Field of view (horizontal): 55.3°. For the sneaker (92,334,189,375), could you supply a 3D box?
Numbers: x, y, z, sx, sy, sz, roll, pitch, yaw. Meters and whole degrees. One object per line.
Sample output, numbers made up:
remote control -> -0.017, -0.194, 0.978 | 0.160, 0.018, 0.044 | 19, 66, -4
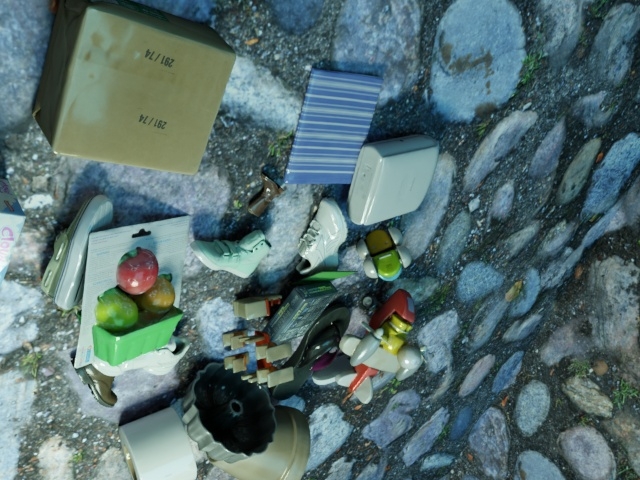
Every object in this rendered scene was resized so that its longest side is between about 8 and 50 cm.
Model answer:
sneaker -> -0.499, 0.296, 1.697 | 0.152, 0.114, 0.305 | -40, 152, 22

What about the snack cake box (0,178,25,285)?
snack cake box -> -0.712, 0.014, 1.268 | 0.089, 0.152, 0.264 | 9, 118, -44

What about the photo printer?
photo printer -> 0.233, -0.192, 1.873 | 0.308, 0.107, 0.256 | -17, 133, -40

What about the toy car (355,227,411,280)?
toy car -> 0.214, 0.057, 2.043 | 0.159, 0.182, 0.136 | -21, 144, 1

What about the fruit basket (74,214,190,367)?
fruit basket -> -0.473, 0.118, 1.540 | 0.327, 0.166, 0.352 | -18, 120, -57

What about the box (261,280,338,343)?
box -> -0.070, 0.236, 1.991 | 0.183, 0.059, 0.232 | -8, 140, -53

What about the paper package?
paper package -> -0.376, -0.316, 1.251 | 0.325, 0.168, 0.309 | 5, 119, -41

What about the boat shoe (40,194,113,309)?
boat shoe -> -0.576, 0.021, 1.424 | 0.302, 0.094, 0.109 | -63, 175, 15

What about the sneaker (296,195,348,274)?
sneaker -> 0.000, 0.000, 1.875 | 0.129, 0.111, 0.297 | -12, 130, -26

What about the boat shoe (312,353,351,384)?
boat shoe -> 0.102, 0.502, 2.375 | 0.306, 0.113, 0.104 | -24, 122, -35

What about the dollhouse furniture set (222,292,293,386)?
dollhouse furniture set -> -0.181, 0.303, 1.887 | 0.135, 0.262, 0.259 | -8, 97, -37

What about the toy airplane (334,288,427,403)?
toy airplane -> 0.231, 0.410, 2.201 | 0.386, 0.272, 0.384 | -31, 124, -38

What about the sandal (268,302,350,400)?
sandal -> -0.014, 0.424, 2.217 | 0.168, 0.107, 0.445 | 20, 110, -47

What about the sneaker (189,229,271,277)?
sneaker -> -0.241, 0.010, 1.690 | 0.151, 0.094, 0.256 | -46, 150, 12

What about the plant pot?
plant pot -> -0.241, 0.720, 2.170 | 0.280, 0.323, 0.323 | 27, 105, -30

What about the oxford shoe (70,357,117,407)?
oxford shoe -> -0.611, 0.394, 1.727 | 0.096, 0.083, 0.227 | -31, 139, -21

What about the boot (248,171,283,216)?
boot -> -0.168, -0.124, 1.687 | 0.114, 0.037, 0.106 | -42, 138, 5

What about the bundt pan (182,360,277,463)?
bundt pan -> -0.304, 0.558, 1.952 | 0.331, 0.330, 0.124 | 16, 131, -45

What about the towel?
towel -> 0.032, -0.306, 1.699 | 0.243, 0.040, 0.336 | -4, 124, -35

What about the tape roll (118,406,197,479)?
tape roll -> -0.512, 0.667, 1.914 | 0.169, 0.246, 0.246 | -16, 132, -27

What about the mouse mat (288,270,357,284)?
mouse mat -> 0.007, 0.119, 1.962 | 0.153, 0.007, 0.190 | 3, 164, -41
